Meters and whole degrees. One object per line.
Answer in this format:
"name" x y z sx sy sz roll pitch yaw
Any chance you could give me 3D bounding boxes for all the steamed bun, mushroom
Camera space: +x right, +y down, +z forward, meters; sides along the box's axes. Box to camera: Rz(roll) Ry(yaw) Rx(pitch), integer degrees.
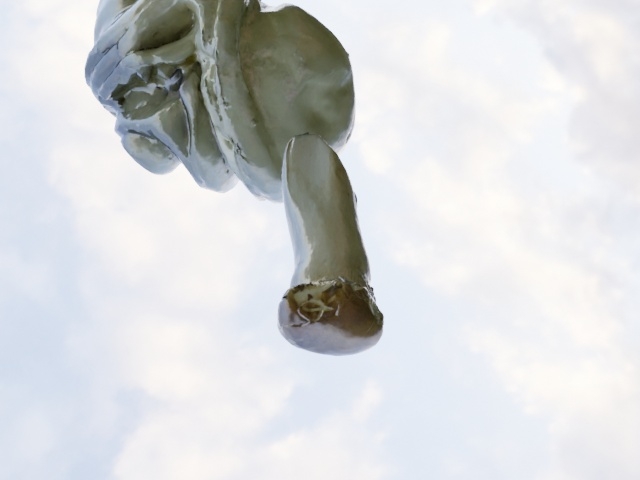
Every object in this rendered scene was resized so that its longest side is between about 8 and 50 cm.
"steamed bun" -0.143 -0.188 1.152 0.247 0.339 0.352 -42 -76 -20
"mushroom" 0.000 0.000 0.786 0.084 0.071 0.209 -10 -128 4
